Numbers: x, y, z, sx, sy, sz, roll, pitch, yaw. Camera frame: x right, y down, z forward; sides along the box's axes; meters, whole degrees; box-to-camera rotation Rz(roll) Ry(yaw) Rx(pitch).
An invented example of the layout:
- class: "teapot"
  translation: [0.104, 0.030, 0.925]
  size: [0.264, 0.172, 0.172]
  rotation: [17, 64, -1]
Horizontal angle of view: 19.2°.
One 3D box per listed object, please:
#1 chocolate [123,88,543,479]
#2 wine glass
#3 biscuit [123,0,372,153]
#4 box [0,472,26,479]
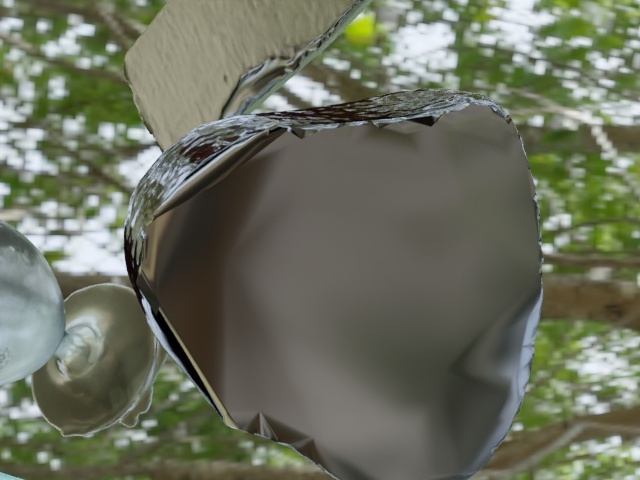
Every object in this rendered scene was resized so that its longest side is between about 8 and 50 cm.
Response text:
- class: "chocolate"
  translation: [0.000, 0.000, 0.595]
  size: [0.125, 0.149, 0.080]
  rotation: [-61, -149, -2]
- class: "wine glass"
  translation: [-0.189, 0.038, 1.044]
  size: [0.103, 0.222, 0.103]
  rotation: [-14, -116, 30]
- class: "biscuit"
  translation: [-0.035, -0.140, 1.147]
  size: [0.322, 0.038, 0.099]
  rotation: [-38, -106, 55]
- class: "box"
  translation: [-0.234, 0.239, 1.463]
  size: [0.162, 0.229, 0.041]
  rotation: [-29, -129, 36]
